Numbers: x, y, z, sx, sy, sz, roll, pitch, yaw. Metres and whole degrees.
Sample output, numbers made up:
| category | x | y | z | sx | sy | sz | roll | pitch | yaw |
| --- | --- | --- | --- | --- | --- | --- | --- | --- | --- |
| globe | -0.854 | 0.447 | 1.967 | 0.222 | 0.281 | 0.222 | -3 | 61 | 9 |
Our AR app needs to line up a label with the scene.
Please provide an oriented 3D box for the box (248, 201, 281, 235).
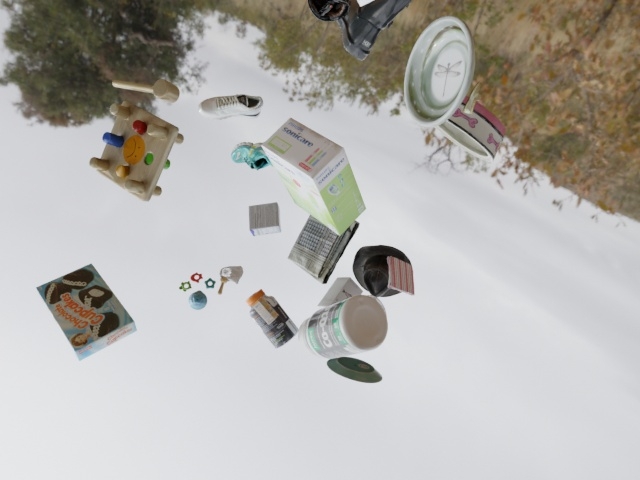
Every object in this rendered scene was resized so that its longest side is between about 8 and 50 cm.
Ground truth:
| category | x | y | z | sx | sy | sz | roll | pitch | yaw |
| --- | --- | --- | --- | --- | --- | --- | --- | --- | --- |
| box | -0.255 | -0.097 | 2.238 | 0.137 | 0.072 | 0.126 | -7 | -115 | 3 |

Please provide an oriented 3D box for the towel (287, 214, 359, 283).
| category | x | y | z | sx | sy | sz | roll | pitch | yaw |
| --- | --- | --- | --- | --- | --- | --- | --- | --- | --- |
| towel | 0.000 | 0.000 | 2.133 | 0.056 | 0.312 | 0.324 | 30 | 180 | -38 |

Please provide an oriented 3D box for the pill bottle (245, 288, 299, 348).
| category | x | y | z | sx | sy | sz | roll | pitch | yaw |
| --- | --- | --- | --- | --- | --- | --- | --- | --- | --- |
| pill bottle | -0.212 | 0.324 | 2.060 | 0.245 | 0.130 | 0.130 | 53 | -158 | -3 |

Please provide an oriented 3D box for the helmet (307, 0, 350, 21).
| category | x | y | z | sx | sy | sz | roll | pitch | yaw |
| --- | --- | --- | --- | --- | --- | --- | --- | --- | --- |
| helmet | 0.028 | -0.907 | 1.781 | 0.170 | 0.170 | 0.161 | -4 | -102 | -51 |

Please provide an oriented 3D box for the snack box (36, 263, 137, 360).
| category | x | y | z | sx | sy | sz | roll | pitch | yaw |
| --- | --- | --- | --- | --- | --- | --- | --- | --- | --- |
| snack box | -0.756 | 0.221 | 1.571 | 0.187 | 0.060 | 0.322 | -29 | -127 | -32 |

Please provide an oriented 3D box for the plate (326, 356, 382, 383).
| category | x | y | z | sx | sy | sz | roll | pitch | yaw |
| --- | --- | --- | --- | --- | --- | --- | --- | --- | --- |
| plate | 0.113 | 0.413 | 1.584 | 0.188 | 0.024 | 0.188 | 13 | -175 | -1 |

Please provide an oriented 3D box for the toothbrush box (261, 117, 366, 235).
| category | x | y | z | sx | sy | sz | roll | pitch | yaw |
| --- | --- | --- | --- | --- | --- | --- | --- | --- | --- |
| toothbrush box | -0.011 | -0.171 | 1.348 | 0.206 | 0.122 | 0.283 | 37 | 166 | 32 |

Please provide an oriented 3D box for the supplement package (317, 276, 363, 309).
| category | x | y | z | sx | sy | sz | roll | pitch | yaw |
| --- | --- | --- | --- | --- | --- | --- | --- | --- | --- |
| supplement package | 0.091 | 0.268 | 2.245 | 0.105 | 0.179 | 0.105 | 47 | 153 | -20 |

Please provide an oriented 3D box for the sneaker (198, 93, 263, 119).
| category | x | y | z | sx | sy | sz | roll | pitch | yaw |
| --- | --- | --- | --- | --- | --- | --- | --- | --- | --- |
| sneaker | -0.328 | -0.500 | 1.786 | 0.235 | 0.090 | 0.095 | -8 | 174 | -16 |

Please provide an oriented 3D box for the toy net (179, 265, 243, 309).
| category | x | y | z | sx | sy | sz | roll | pitch | yaw |
| --- | --- | --- | --- | --- | --- | --- | --- | --- | --- |
| toy net | -0.397 | 0.153 | 1.806 | 0.232 | 0.045 | 0.122 | -33 | -97 | -19 |

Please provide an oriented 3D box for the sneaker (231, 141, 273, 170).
| category | x | y | z | sx | sy | sz | roll | pitch | yaw |
| --- | --- | --- | --- | --- | --- | --- | --- | --- | --- |
| sneaker | -0.288 | -0.359 | 2.101 | 0.276 | 0.109 | 0.107 | 2 | 158 | 37 |

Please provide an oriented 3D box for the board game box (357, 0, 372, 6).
| category | x | y | z | sx | sy | sz | roll | pitch | yaw |
| --- | --- | --- | --- | --- | --- | --- | --- | --- | --- |
| board game box | 0.255 | -0.737 | 1.298 | 0.193 | 0.305 | 0.053 | 14 | 139 | 59 |

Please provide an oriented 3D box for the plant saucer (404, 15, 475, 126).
| category | x | y | z | sx | sy | sz | roll | pitch | yaw |
| --- | --- | --- | --- | --- | --- | --- | --- | --- | --- |
| plant saucer | 0.467 | -0.627 | 1.844 | 0.101 | 0.400 | 0.400 | 2 | -152 | -24 |

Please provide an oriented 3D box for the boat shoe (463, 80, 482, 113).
| category | x | y | z | sx | sy | sz | roll | pitch | yaw |
| --- | --- | --- | --- | --- | --- | --- | --- | --- | --- |
| boat shoe | 0.643 | -0.594 | 2.034 | 0.045 | 0.135 | 0.050 | 25 | -162 | 4 |

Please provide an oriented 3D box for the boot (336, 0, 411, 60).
| category | x | y | z | sx | sy | sz | roll | pitch | yaw |
| --- | --- | --- | --- | --- | --- | --- | --- | --- | --- |
| boot | 0.248 | -0.938 | 1.795 | 0.146 | 0.445 | 0.366 | 16 | -133 | -32 |

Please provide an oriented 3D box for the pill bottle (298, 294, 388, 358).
| category | x | y | z | sx | sy | sz | roll | pitch | yaw |
| --- | --- | --- | --- | --- | --- | --- | --- | --- | --- |
| pill bottle | 0.072 | 0.340 | 1.849 | 0.204 | 0.361 | 0.204 | 12 | -115 | -28 |

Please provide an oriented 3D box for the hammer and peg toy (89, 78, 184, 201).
| category | x | y | z | sx | sy | sz | roll | pitch | yaw |
| --- | --- | --- | --- | --- | --- | --- | --- | --- | --- |
| hammer and peg toy | -0.558 | -0.332 | 1.523 | 0.266 | 0.361 | 0.127 | 28 | -171 | 25 |

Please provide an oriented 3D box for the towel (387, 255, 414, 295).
| category | x | y | z | sx | sy | sz | roll | pitch | yaw |
| --- | --- | --- | --- | --- | --- | --- | --- | --- | --- |
| towel | 0.356 | 0.159 | 2.156 | 0.029 | 0.144 | 0.197 | -15 | 155 | 37 |

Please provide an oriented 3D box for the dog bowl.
| category | x | y | z | sx | sy | sz | roll | pitch | yaw |
| --- | --- | --- | --- | --- | --- | --- | --- | --- | --- |
| dog bowl | 0.702 | -0.554 | 2.332 | 0.408 | 0.150 | 0.408 | 35 | -171 | -6 |

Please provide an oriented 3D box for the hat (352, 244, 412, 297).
| category | x | y | z | sx | sy | sz | roll | pitch | yaw |
| --- | --- | --- | --- | --- | --- | --- | --- | --- | --- |
| hat | 0.283 | 0.182 | 2.319 | 0.332 | 0.331 | 0.134 | 24 | -138 | 2 |

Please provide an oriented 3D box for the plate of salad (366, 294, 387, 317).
| category | x | y | z | sx | sy | sz | roll | pitch | yaw |
| --- | --- | --- | --- | --- | --- | --- | --- | --- | --- |
| plate of salad | 0.208 | 0.335 | 2.096 | 0.048 | 0.199 | 0.200 | 1 | -151 | -37 |

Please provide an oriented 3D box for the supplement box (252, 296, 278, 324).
| category | x | y | z | sx | sy | sz | roll | pitch | yaw |
| --- | --- | --- | --- | --- | --- | --- | --- | --- | --- |
| supplement box | -0.210 | 0.267 | 1.862 | 0.098 | 0.036 | 0.062 | 48 | -170 | 0 |
